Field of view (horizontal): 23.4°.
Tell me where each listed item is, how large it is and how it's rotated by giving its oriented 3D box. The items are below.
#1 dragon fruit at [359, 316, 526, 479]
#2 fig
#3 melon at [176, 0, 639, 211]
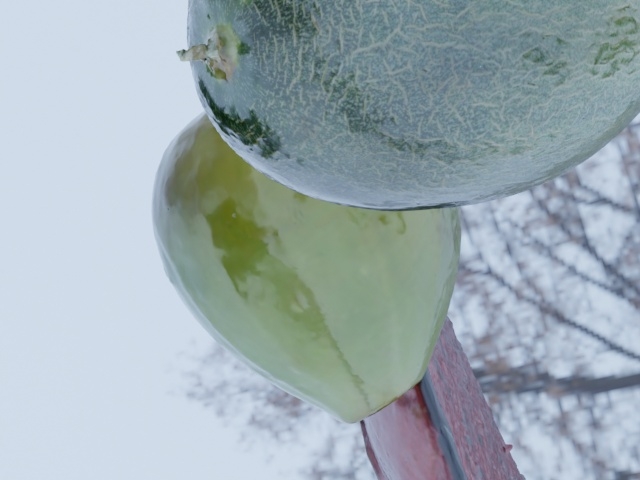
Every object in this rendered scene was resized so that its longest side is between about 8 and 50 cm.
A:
[{"bbox_3d":[0.086,0.160,1.174,0.282,0.100,0.343,-91,-23,-71],"label":"dragon fruit"},{"bbox_3d":[-0.005,-0.004,1.026,0.207,0.207,0.230,-51,-50,-49],"label":"fig"},{"bbox_3d":[0.031,-0.065,0.457,0.167,0.114,0.114,-14,-94,-30],"label":"melon"}]
